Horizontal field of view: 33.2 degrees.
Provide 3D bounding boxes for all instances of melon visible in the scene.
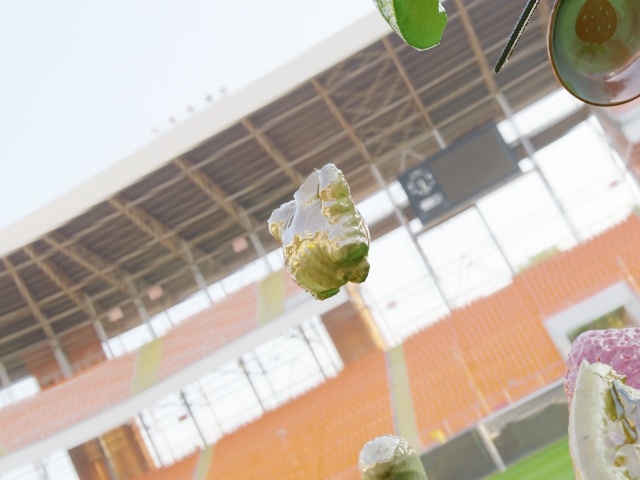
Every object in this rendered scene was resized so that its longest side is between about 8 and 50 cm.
[{"bbox_3d":[0.098,-0.361,1.341,0.124,0.196,0.323,-13,-40,-5],"label":"melon"}]

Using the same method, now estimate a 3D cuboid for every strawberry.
[{"bbox_3d":[0.471,0.232,1.565,0.257,0.277,0.257,-9,-60,-16],"label":"strawberry"}]

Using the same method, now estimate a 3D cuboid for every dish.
[{"bbox_3d":[0.487,-0.365,1.846,0.260,0.260,0.085,-25,24,-10],"label":"dish"}]

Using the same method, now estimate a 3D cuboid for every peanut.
[{"bbox_3d":[0.125,0.370,1.555,0.086,0.227,0.104,-23,32,12],"label":"peanut"}]

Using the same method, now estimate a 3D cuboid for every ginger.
[{"bbox_3d":[0.000,0.000,1.388,0.102,0.157,0.216,-24,-10,-26],"label":"ginger"}]

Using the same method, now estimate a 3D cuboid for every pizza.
[{"bbox_3d":[0.313,0.217,0.909,0.258,0.087,0.268,-3,44,35],"label":"pizza"}]

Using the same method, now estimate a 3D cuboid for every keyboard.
[{"bbox_3d":[0.384,-0.445,1.742,0.381,0.041,0.103,-57,-5,28],"label":"keyboard"}]
